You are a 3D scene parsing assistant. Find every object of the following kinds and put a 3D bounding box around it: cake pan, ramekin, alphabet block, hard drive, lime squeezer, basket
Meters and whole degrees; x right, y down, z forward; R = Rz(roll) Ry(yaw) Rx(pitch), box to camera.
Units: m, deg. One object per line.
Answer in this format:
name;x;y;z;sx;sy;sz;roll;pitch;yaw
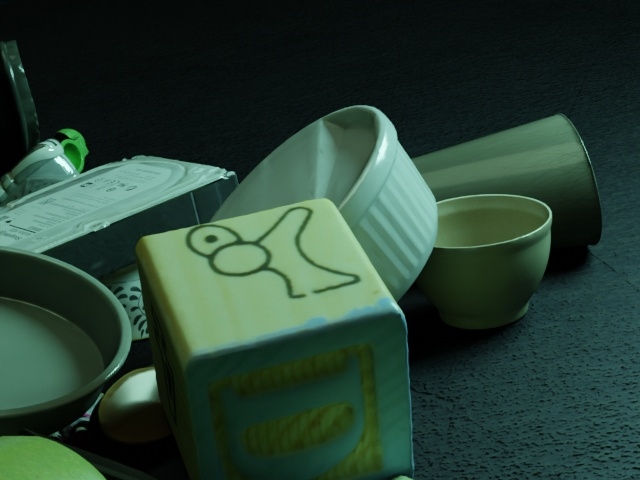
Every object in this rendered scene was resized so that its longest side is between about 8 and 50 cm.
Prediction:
cake pan;-0.324;0.097;1.407;0.293;0.054;0.293;7;29;-4
ramekin;0.000;0.000;1.545;0.273;0.127;0.273;-38;23;19
alphabet block;-0.041;0.103;1.311;0.192;0.193;0.197;-11;33;-13
hard drive;-0.288;-0.011;1.741;0.339;0.064;0.237;-25;21;-30
hard drive;-0.183;0.200;1.284;0.135;0.022;0.094;29;-8;-41
lime squeezer;-0.416;-0.131;2.361;0.110;0.059;0.310;-12;21;-12
basket;0.189;-0.047;1.763;0.226;0.154;0.204;-13;19;-2

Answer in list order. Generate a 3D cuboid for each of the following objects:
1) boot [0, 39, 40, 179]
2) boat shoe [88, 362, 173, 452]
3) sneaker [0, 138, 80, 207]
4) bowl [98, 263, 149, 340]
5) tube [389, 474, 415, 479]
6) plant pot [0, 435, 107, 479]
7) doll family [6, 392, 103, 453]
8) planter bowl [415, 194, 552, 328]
boot;-0.519;-0.117;2.038;0.260;0.348;0.131;-11;56;-22
boat shoe;-0.153;0.154;1.467;0.073;0.073;0.207;-41;-8;39
sneaker;-0.393;-0.018;2.004;0.228;0.132;0.086;-40;4;21
bowl;-0.220;0.049;1.752;0.170;0.080;0.170;-8;19;3
tube;0.099;0.229;1.167;0.070;0.062;0.240;28;-9;-34
plant pot;-0.255;0.249;1.002;0.276;0.276;0.254;1;10;24
doll family;-0.334;0.149;1.459;0.263;0.118;0.163;-10;22;-10
planter bowl;0.169;0.028;1.612;0.162;0.109;0.162;-7;20;3
